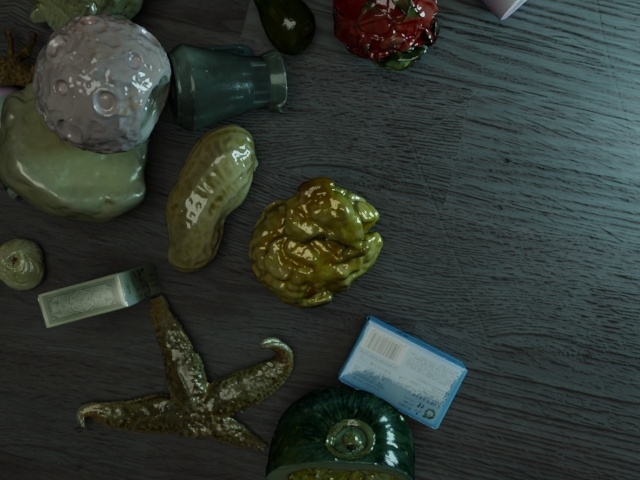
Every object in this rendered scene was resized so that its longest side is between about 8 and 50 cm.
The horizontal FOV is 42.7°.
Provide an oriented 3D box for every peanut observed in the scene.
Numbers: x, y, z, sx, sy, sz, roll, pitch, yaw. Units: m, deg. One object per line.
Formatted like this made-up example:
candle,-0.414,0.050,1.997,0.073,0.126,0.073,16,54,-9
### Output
peanut,-0.232,-0.086,1.692,0.153,0.140,0.324,12,103,-38

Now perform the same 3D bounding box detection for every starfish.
starfish,-0.287,0.297,1.740,0.433,0.082,0.323,13,96,5

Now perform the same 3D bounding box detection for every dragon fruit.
dragon fruit,0.133,-0.480,1.616,0.234,0.234,0.292,3,80,4

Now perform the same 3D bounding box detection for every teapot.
teapot,-0.195,-0.323,1.652,0.225,0.171,0.203,-8,52,-20

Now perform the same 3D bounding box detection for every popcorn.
popcorn,0.000,0.000,1.609,0.265,0.332,0.225,-11,62,-23

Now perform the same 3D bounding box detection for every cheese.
cheese,-0.485,-0.187,1.652,0.326,0.115,0.318,46,57,-10

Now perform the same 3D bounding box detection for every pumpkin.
pumpkin,0.046,0.409,1.649,0.293,0.263,0.196,1,51,10

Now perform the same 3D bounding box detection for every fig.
fig,-0.084,-0.468,1.684,0.117,0.117,0.177,-36,75,4

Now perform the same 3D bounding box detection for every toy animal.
toy animal,-0.646,-0.354,1.660,0.149,0.275,0.054,47,132,-5

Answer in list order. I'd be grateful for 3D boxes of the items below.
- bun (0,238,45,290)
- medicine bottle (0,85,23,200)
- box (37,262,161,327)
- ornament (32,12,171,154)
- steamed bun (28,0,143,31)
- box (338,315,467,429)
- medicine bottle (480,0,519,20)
bun,-0.648,0.053,1.755,0.115,0.069,0.115,0,94,5
medicine bottle,-0.651,-0.229,1.713,0.134,0.133,0.274,-29,91,4
box,-0.435,0.107,1.649,0.164,0.256,0.069,-15,92,4
ornament,-0.409,-0.290,1.514,0.225,0.259,0.259,24,94,-1
steamed bun,-0.470,-0.560,1.653,0.280,0.207,0.267,24,131,27
box,0.170,0.272,1.704,0.232,0.083,0.142,27,93,1
medicine bottle,0.327,-0.579,1.626,0.152,0.152,0.254,-43,88,4
